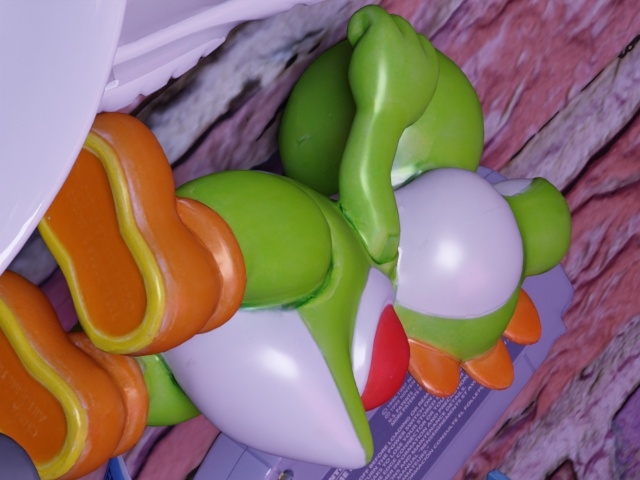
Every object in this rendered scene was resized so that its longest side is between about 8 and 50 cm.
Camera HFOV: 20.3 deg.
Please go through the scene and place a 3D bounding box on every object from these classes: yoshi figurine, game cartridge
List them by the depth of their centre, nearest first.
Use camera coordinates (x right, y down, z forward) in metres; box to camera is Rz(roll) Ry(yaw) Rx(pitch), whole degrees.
[{"bbox_3d":[-0.019,-0.016,0.884,0.362,0.203,0.203,-11,106,-50],"label":"yoshi figurine"},{"bbox_3d":[0.042,0.100,1.136,0.294,0.060,0.196,-50,147,-11],"label":"game cartridge"}]

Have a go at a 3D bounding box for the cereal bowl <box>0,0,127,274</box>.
[{"bbox_3d":[-0.233,-0.089,0.588,0.339,0.141,0.339,-29,135,-34],"label":"cereal bowl"}]

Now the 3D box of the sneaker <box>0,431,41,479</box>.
[{"bbox_3d":[-0.226,0.122,0.671,0.145,0.270,0.090,-1,85,-43],"label":"sneaker"}]

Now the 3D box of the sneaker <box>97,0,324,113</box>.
[{"bbox_3d":[-0.037,-0.162,0.798,0.281,0.105,0.115,-38,141,-24],"label":"sneaker"}]

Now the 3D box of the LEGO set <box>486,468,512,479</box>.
[{"bbox_3d":[0.107,0.241,1.283,0.227,0.093,0.087,-21,131,-40],"label":"LEGO set"}]

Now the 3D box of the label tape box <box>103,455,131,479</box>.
[{"bbox_3d":[-0.066,0.320,0.978,0.115,0.249,0.348,2,114,-24],"label":"label tape box"}]
